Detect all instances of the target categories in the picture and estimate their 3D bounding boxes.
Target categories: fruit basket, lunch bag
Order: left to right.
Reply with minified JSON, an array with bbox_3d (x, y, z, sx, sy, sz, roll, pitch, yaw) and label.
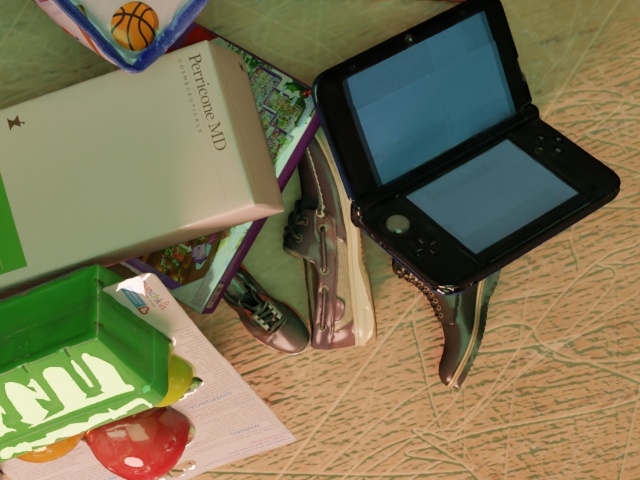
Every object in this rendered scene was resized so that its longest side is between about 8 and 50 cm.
[{"bbox_3d":[-0.286,-0.378,1.621,0.239,0.328,0.385,-45,109,-2],"label":"lunch bag"},{"bbox_3d":[-0.245,0.182,1.731,0.327,0.165,0.353,-22,142,15],"label":"fruit basket"}]

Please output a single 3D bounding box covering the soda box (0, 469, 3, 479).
[{"bbox_3d":[-0.412,0.272,1.785,0.058,0.183,0.063,-38,104,0],"label":"soda box"}]

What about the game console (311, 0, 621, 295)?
[{"bbox_3d":[0.174,-0.117,1.767,0.293,0.250,0.173,-30,141,-25],"label":"game console"}]

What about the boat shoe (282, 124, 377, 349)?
[{"bbox_3d":[0.000,0.000,1.846,0.092,0.103,0.285,-15,105,-9],"label":"boat shoe"}]

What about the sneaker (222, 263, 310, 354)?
[{"bbox_3d":[-0.075,0.088,1.865,0.158,0.065,0.061,41,91,-12],"label":"sneaker"}]

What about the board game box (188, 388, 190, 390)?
[{"bbox_3d":[-0.270,0.175,1.863,0.165,0.042,0.243,-45,102,0],"label":"board game box"}]

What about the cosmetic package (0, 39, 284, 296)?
[{"bbox_3d":[-0.246,-0.072,1.709,0.365,0.155,0.197,-19,86,12],"label":"cosmetic package"}]

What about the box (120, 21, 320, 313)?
[{"bbox_3d":[-0.144,-0.088,1.797,0.201,0.057,0.293,31,94,11],"label":"box"}]

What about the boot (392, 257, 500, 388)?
[{"bbox_3d":[0.139,0.075,1.898,0.137,0.077,0.198,15,83,-6],"label":"boot"}]
